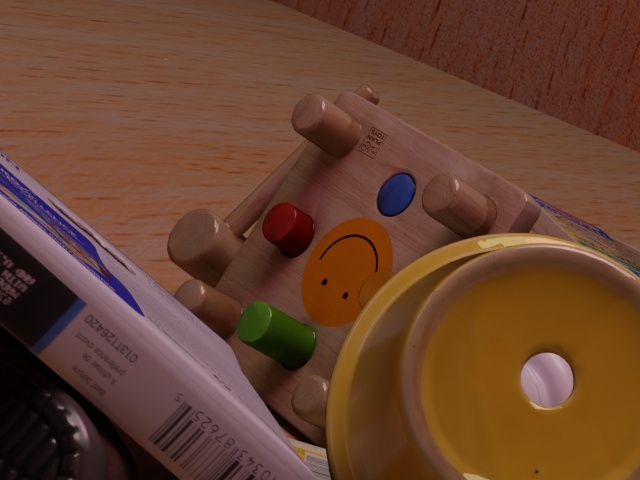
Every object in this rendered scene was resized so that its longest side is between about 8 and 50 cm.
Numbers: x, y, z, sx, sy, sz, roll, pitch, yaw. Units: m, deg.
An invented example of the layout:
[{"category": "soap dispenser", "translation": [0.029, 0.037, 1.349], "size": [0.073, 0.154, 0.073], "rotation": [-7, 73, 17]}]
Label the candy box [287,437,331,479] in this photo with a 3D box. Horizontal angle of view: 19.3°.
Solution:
[{"category": "candy box", "translation": [-0.029, 0.181, 1.308], "size": [0.105, 0.027, 0.206], "rotation": [15, 13, -1]}]

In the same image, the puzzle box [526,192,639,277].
[{"category": "puzzle box", "translation": [0.373, 0.096, 1.677], "size": [0.409, 0.052, 0.272], "rotation": [25, 11, -20]}]

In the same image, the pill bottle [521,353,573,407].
[{"category": "pill bottle", "translation": [0.200, 0.137, 1.576], "size": [0.215, 0.117, 0.117], "rotation": [4, 20, -46]}]

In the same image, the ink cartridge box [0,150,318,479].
[{"category": "ink cartridge box", "translation": [-0.156, 0.041, 1.247], "size": [0.303, 0.072, 0.307], "rotation": [42, -2, -18]}]

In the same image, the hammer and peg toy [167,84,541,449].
[{"category": "hammer and peg toy", "translation": [0.000, 0.000, 1.553], "size": [0.127, 0.266, 0.361], "rotation": [31, 3, -42]}]

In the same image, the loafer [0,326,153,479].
[{"category": "loafer", "translation": [-0.240, 0.098, 1.223], "size": [0.366, 0.134, 0.130], "rotation": [42, -1, 39]}]

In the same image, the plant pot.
[{"category": "plant pot", "translation": [0.128, 0.106, 1.164], "size": [0.254, 0.254, 0.239], "rotation": [19, -13, 5]}]
